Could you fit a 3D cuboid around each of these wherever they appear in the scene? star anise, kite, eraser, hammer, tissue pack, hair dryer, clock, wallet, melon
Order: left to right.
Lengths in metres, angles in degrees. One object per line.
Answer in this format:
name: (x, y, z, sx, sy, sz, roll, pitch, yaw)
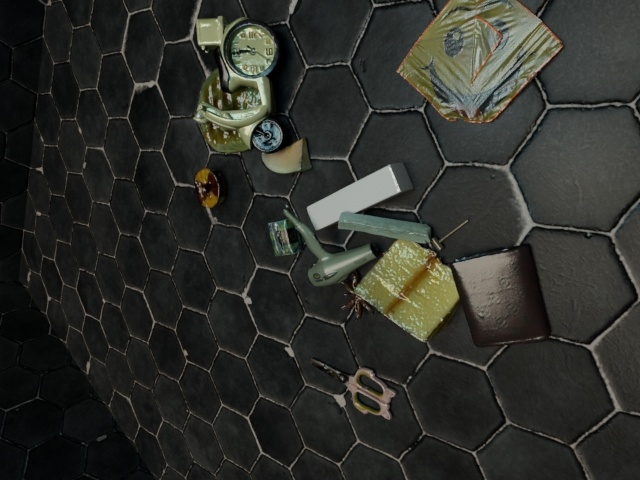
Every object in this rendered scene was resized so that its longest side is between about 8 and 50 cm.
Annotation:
clock: (-0.236, -0.448, 1.361, 0.277, 0.120, 0.378, 2, 98, 4)
tissue pack: (-0.118, -0.009, 1.459, 0.085, 0.079, 0.110, -9, 96, 40)
melon: (-0.112, -0.243, 1.415, 0.182, 0.054, 0.097, -10, 89, 39)
hair dryer: (0.037, 0.006, 1.288, 0.229, 0.092, 0.267, -8, 117, 24)
eraser: (0.101, -0.115, 1.264, 0.298, 0.078, 0.076, -23, 86, 39)
star anise: (0.116, 0.162, 1.342, 0.141, 0.042, 0.141, 6, 99, 43)
hammer: (0.325, -0.018, 1.155, 0.110, 0.019, 0.035, -42, 75, 31)
kite: (0.338, -0.430, 1.040, 0.378, 0.013, 0.327, 11, 107, 38)
wallet: (0.420, 0.135, 1.087, 0.182, 0.049, 0.229, -15, 93, 24)

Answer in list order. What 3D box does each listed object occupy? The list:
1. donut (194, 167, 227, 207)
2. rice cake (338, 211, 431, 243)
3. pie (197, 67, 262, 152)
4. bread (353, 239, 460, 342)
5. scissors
donut: (-0.386, -0.187, 1.637, 0.141, 0.059, 0.140, 10, 107, 36)
rice cake: (0.166, -0.034, 1.207, 0.245, 0.045, 0.042, 10, 142, 16)
pie: (-0.293, -0.421, 1.500, 0.306, 0.071, 0.306, 12, 110, 36)
bread: (0.231, 0.112, 1.181, 0.240, 0.135, 0.178, 36, 121, 25)
scissors: (0.090, 0.442, 1.447, 0.318, 0.024, 0.160, 19, 113, 33)
